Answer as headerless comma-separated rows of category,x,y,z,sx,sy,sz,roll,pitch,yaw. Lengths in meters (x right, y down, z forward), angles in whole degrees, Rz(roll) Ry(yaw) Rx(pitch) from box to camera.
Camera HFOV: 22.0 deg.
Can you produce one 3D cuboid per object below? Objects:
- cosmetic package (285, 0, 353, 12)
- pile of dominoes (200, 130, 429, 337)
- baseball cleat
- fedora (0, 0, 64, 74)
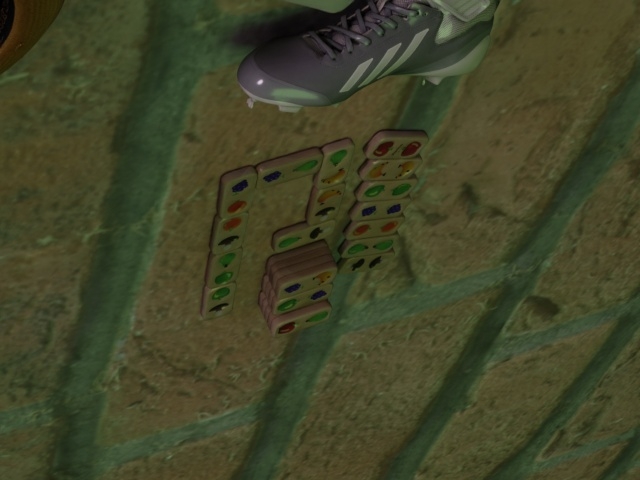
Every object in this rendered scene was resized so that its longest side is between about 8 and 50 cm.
cosmetic package,0.077,-0.312,0.712,0.453,0.161,0.230,-39,164,21
pile of dominoes,0.000,0.000,1.421,0.196,0.040,0.251,-18,154,-18
baseball cleat,0.036,-0.153,1.157,0.205,0.072,0.109,-16,139,-33
fedora,-0.232,-0.140,0.890,0.194,0.079,0.194,-24,161,-9
